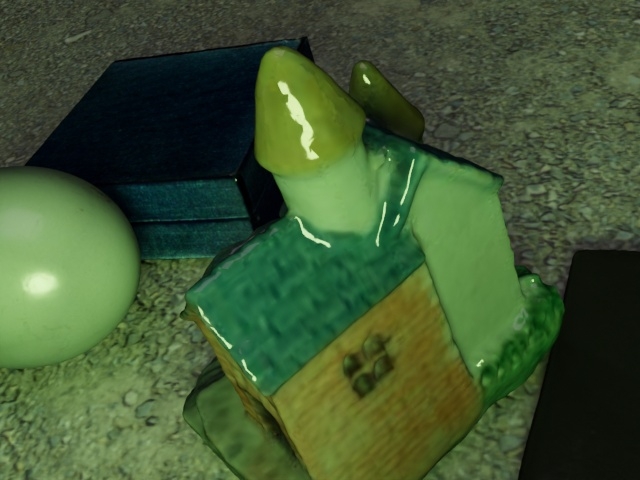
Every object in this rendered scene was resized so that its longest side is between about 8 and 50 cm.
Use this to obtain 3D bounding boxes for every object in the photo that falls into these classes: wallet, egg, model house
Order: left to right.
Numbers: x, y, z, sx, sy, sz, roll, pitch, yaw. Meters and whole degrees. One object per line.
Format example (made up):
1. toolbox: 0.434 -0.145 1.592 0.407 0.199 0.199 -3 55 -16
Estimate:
1. egg: -0.285 0.024 0.754 0.264 0.183 0.183 -1 40 30
2. model house: 0.000 0.000 0.549 0.267 0.325 0.194 -38 44 -18
3. wallet: 0.228 0.095 0.601 0.124 0.025 0.244 3 44 26

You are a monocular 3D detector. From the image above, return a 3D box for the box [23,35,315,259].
1. box: -0.155 -0.105 0.917 0.261 0.116 0.279 -3 40 19
